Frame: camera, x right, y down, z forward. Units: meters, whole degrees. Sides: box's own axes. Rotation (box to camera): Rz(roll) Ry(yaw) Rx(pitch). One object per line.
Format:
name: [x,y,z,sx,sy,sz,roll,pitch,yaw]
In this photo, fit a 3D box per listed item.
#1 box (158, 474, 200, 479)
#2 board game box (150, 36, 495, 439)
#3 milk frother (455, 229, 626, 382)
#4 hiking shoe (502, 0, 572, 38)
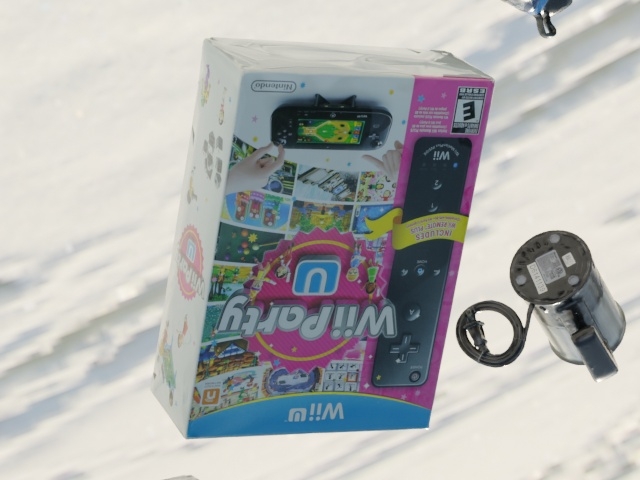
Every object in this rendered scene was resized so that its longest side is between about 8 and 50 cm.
box: [-0.043,0.374,1.364,0.097,0.318,0.395,-11,-167,-28]
board game box: [0.000,0.000,1.497,0.224,0.097,0.303,0,112,-26]
milk frother: [0.219,0.082,1.865,0.143,0.129,0.134,-12,145,19]
hiking shoe: [0.233,-0.359,1.836,0.132,0.304,0.113,32,171,-32]
